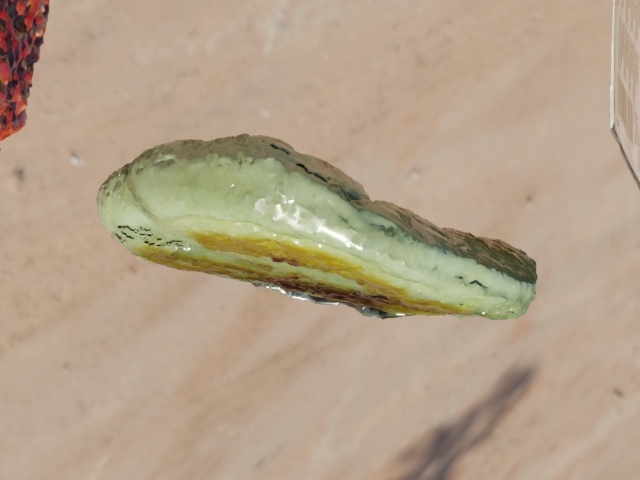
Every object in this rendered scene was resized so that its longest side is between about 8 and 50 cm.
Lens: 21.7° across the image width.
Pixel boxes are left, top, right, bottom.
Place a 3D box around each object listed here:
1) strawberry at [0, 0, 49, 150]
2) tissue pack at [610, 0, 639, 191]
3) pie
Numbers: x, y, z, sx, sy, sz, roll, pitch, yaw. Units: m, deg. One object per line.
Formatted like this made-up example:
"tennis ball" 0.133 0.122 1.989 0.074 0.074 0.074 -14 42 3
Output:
"strawberry" -0.224 -0.140 1.016 0.236 0.175 0.106 -23 -168 43
"tissue pack" 0.268 -0.124 1.089 0.124 0.185 0.225 -9 127 -5
"pie" 0.000 0.000 0.863 0.240 0.240 0.054 33 68 -66
